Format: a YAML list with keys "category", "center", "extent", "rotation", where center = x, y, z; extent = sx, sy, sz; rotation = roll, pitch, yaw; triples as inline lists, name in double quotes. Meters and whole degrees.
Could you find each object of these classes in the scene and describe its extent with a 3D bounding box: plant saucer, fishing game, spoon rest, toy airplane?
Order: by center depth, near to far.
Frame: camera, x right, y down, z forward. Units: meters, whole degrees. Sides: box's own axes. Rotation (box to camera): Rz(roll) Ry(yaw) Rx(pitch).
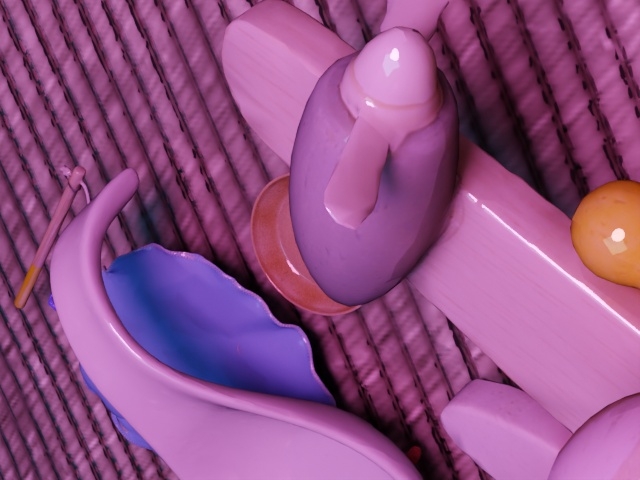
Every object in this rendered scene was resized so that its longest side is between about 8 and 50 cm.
- category: "toy airplane"
  center: [0.147, 0.069, 0.500]
  extent: [0.386, 0.272, 0.384]
  rotation: [-3, 109, 35]
- category: "spoon rest"
  center: [-0.047, 0.094, 0.715]
  extent: [0.276, 0.084, 0.137]
  rotation: [49, 132, -2]
- category: "plant saucer"
  center: [0.000, 0.000, 0.733]
  extent: [0.083, 0.015, 0.083]
  rotation: [15, 119, 28]
- category: "fishing game"
  center: [-0.066, 0.081, 0.802]
  extent: [0.264, 0.041, 0.189]
  rotation: [36, 134, 9]
